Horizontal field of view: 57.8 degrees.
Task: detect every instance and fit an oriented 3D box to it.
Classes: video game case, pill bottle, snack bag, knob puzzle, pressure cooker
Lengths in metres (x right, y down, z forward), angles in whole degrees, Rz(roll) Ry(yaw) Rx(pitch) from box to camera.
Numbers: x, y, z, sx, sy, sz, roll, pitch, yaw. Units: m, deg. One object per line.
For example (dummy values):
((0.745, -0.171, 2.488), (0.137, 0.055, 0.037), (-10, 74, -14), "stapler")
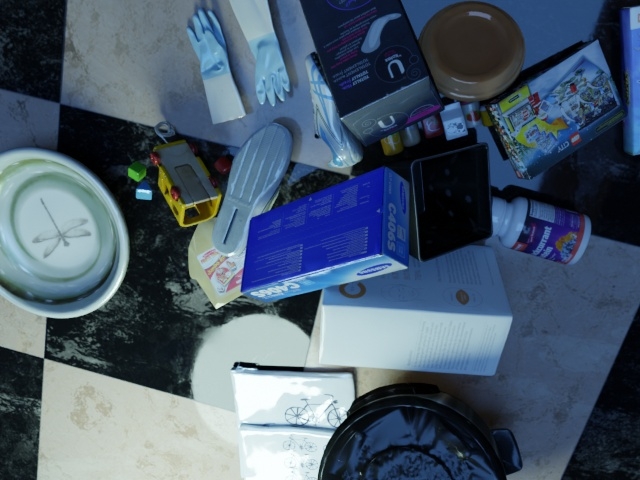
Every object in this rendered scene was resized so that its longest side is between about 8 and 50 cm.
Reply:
((0.688, -0.308, 1.057), (0.244, 0.061, 0.270), (-7, 107, 12), "video game case")
((0.426, -0.026, 1.165), (0.193, 0.108, 0.108), (16, 110, 4), "pill bottle")
((-0.057, 0.470, 1.442), (0.322, 0.037, 0.343), (1, 108, 9), "snack bag")
((-0.215, 0.032, 1.323), (0.213, 0.030, 0.213), (1, 98, 5), "knob puzzle")
((0.201, 0.502, 1.227), (0.369, 0.420, 0.376), (27, 88, 19), "pressure cooker")

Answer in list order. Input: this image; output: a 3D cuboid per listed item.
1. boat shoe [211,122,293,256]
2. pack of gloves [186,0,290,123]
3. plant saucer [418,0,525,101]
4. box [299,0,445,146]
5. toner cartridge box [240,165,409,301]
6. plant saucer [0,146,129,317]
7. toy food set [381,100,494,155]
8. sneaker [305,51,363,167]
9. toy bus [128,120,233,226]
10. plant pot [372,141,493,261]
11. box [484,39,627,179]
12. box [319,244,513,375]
((-0.143, -0.108, 1.234), (0.109, 0.094, 0.302), (30, 102, 10), "boat shoe")
((-0.163, -0.375, 1.188), (0.195, 0.046, 0.232), (-9, 104, 24), "pack of gloves")
((0.279, -0.356, 1.070), (0.199, 0.037, 0.200), (-1, 79, 6), "plant saucer")
((0.091, -0.335, 1.035), (0.165, 0.143, 0.271), (-22, 70, 17), "box")
((0.000, 0.000, 1.062), (0.347, 0.165, 0.075), (-17, 149, 40), "toner cartridge box")
((-0.613, -0.022, 1.332), (0.400, 0.100, 0.401), (2, 109, 7), "plant saucer")
((0.224, -0.250, 1.120), (0.232, 0.111, 0.105), (-15, 105, 13), "toy food set")
((0.012, -0.259, 1.169), (0.086, 0.085, 0.237), (-16, 102, 21), "sneaker")
((-0.298, -0.127, 1.243), (0.190, 0.202, 0.104), (21, 141, -5), "toy bus")
((0.206, -0.087, 1.129), (0.188, 0.167, 0.188), (-17, 110, -26), "plant pot")
((0.438, -0.241, 1.075), (0.233, 0.044, 0.159), (-32, 107, -6), "box")
((0.176, 0.126, 1.161), (0.345, 0.215, 0.168), (4, 127, 2), "box")
